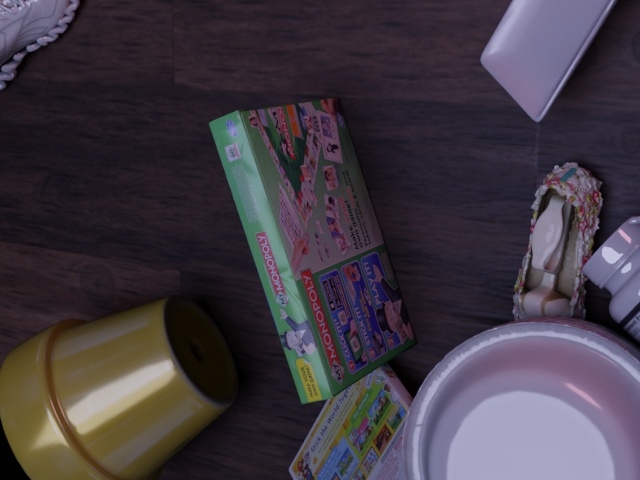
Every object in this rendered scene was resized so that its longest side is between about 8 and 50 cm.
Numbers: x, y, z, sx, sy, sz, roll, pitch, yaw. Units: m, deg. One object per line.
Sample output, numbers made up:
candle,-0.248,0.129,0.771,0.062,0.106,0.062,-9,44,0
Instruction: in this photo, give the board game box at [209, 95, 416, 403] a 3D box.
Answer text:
board game box,0.000,0.000,1.183,0.046,0.213,0.317,-17,92,33

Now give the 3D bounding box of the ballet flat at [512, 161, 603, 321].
ballet flat,0.244,0.035,1.124,0.091,0.077,0.240,13,108,33

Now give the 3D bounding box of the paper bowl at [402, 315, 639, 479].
paper bowl,0.220,0.219,1.033,0.284,0.148,0.284,-1,88,23

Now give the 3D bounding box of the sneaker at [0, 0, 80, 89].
sneaker,-0.436,-0.304,1.435,0.292,0.118,0.110,-40,78,30

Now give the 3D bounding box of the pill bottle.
pill bottle,0.360,0.068,1.043,0.193,0.108,0.108,45,120,15

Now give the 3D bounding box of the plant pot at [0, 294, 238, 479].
plant pot,-0.249,0.196,1.376,0.239,0.254,0.254,-30,85,16

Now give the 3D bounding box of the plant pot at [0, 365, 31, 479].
plant pot,-0.490,0.332,1.557,0.229,0.263,0.263,-25,88,51

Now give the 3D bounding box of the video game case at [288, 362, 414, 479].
video game case,0.055,0.275,1.270,0.206,0.026,0.227,54,127,43

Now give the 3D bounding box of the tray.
tray,0.263,-0.261,1.043,0.270,0.030,0.145,-62,31,26

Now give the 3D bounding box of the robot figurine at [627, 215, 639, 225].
robot figurine,0.461,-0.012,0.908,0.354,0.199,0.300,22,70,24
